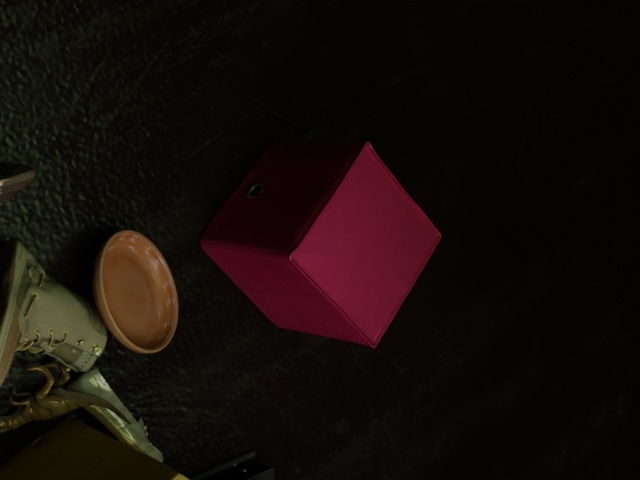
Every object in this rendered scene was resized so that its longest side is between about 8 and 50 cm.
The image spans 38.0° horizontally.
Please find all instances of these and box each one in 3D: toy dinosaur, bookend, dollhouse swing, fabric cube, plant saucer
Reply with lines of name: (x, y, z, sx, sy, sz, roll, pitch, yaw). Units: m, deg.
toy dinosaur: (-0.398, 0.241, 1.412, 0.212, 0.064, 0.112, -11, 86, -4)
bookend: (-0.129, 0.441, 1.618, 0.156, 0.157, 0.072, -14, 103, -38)
dollhouse swing: (-0.296, 0.458, 1.353, 0.315, 0.347, 0.305, -37, 117, -32)
fabric cube: (0.000, 0.000, 1.622, 0.259, 0.258, 0.254, 49, 65, -32)
plant saucer: (-0.296, 0.083, 1.472, 0.200, 0.037, 0.200, 48, 33, -47)

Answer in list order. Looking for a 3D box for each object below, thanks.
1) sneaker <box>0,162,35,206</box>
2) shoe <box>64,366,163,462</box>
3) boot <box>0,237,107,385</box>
sneaker: (-0.497, -0.055, 1.333, 0.188, 0.066, 0.071, -23, 125, -31)
shoe: (-0.317, 0.289, 1.496, 0.058, 0.077, 0.219, -48, 120, -19)
boot: (-0.405, 0.145, 1.337, 0.203, 0.095, 0.262, 46, 23, -37)
